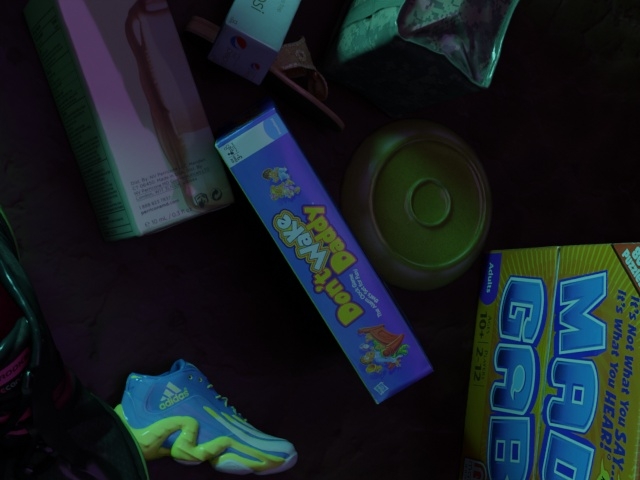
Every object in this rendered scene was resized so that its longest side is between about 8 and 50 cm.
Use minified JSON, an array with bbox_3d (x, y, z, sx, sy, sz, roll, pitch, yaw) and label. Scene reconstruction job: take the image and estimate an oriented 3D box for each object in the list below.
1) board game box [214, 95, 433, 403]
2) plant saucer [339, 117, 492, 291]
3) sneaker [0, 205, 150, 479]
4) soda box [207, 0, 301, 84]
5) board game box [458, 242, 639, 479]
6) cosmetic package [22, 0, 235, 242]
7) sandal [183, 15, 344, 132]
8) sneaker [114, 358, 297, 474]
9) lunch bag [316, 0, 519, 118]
[{"bbox_3d":[0.000,0.000,1.284,0.078,0.233,0.347,-31,101,3],"label":"board game box"},{"bbox_3d":[0.142,-0.050,1.464,0.241,0.037,0.241,1,88,-25],"label":"plant saucer"},{"bbox_3d":[-0.338,0.161,1.129,0.185,0.202,0.483,-30,96,-2],"label":"sneaker"},{"bbox_3d":[-0.064,-0.296,1.314,0.074,0.069,0.216,27,52,-10],"label":"soda box"},{"bbox_3d":[0.439,0.208,1.412,0.356,0.356,0.356,10,83,-24],"label":"board game box"},{"bbox_3d":[-0.223,-0.158,1.242,0.129,0.153,0.296,-22,98,-25],"label":"cosmetic package"},{"bbox_3d":[-0.051,-0.233,1.356,0.240,0.088,0.079,31,82,-15],"label":"sandal"},{"bbox_3d":[-0.134,0.212,1.297,0.240,0.091,0.126,11,83,-23],"label":"sneaker"},{"bbox_3d":[0.145,-0.328,1.368,0.169,0.235,0.287,28,77,-21],"label":"lunch bag"}]
